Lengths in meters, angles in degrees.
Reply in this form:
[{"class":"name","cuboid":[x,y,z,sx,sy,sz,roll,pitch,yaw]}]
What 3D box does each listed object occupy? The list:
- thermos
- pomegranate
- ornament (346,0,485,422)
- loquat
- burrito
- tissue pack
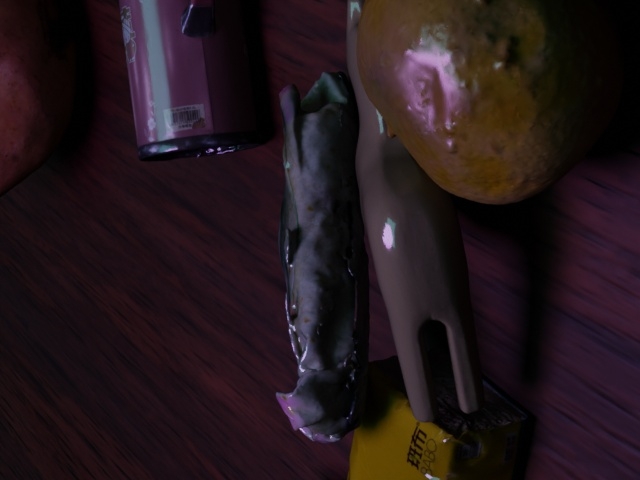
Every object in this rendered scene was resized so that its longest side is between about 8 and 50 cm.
[{"class":"thermos","cuboid":[-0.129,-0.240,1.266,0.136,0.109,0.330,-8,-90,-79]},{"class":"pomegranate","cuboid":[-0.418,-0.189,1.595,0.322,0.322,0.322,20,113,56]},{"class":"ornament","cuboid":[0.057,-0.035,1.021,0.230,0.061,0.245,-99,-3,-63]},{"class":"loquat","cuboid":[0.104,-0.101,0.892,0.172,0.149,0.204,43,155,40]},{"class":"burrito","cuboid":[0.002,0.001,1.078,0.096,0.066,0.309,71,-163,-59]},{"class":"tissue pack","cuboid":[0.076,0.179,1.062,0.120,0.082,0.169,40,129,49]}]
